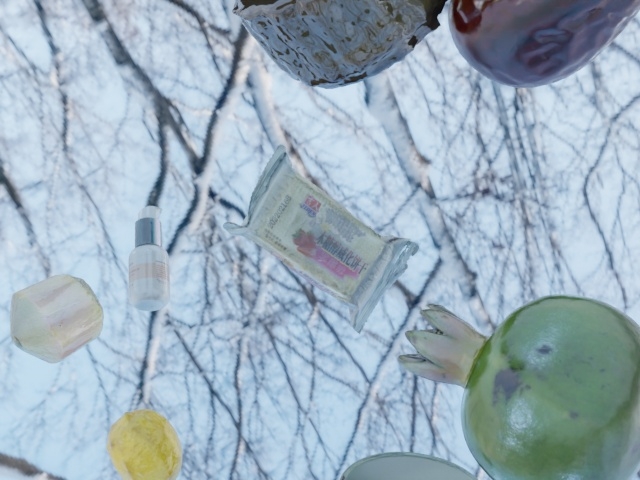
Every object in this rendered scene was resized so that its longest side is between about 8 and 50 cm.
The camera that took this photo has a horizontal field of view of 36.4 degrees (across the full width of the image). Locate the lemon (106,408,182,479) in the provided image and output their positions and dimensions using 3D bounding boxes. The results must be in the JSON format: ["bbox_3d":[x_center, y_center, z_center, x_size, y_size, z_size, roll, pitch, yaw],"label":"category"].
[{"bbox_3d":[-0.278,0.339,1.559,0.114,0.155,0.114,-24,-162,8],"label":"lemon"}]

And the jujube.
[{"bbox_3d":[0.323,-0.342,1.345,0.318,0.223,0.223,-34,-161,51],"label":"jujube"}]

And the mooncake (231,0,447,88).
[{"bbox_3d":[0.038,-0.379,1.442,0.324,0.187,0.324,-27,-142,23],"label":"mooncake"}]

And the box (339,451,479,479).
[{"bbox_3d":[0.134,0.441,1.467,0.226,0.149,0.226,3,-160,-1],"label":"box"}]

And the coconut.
[{"bbox_3d":[-0.381,0.114,1.379,0.122,0.116,0.116,-29,-147,-36],"label":"coconut"}]

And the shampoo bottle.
[{"bbox_3d":[-0.309,0.029,1.749,0.074,0.074,0.192,-13,-115,15],"label":"shampoo bottle"}]

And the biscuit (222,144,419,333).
[{"bbox_3d":[0.003,-0.004,1.645,0.186,0.309,0.079,-55,-168,-10],"label":"biscuit"}]

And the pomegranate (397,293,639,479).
[{"bbox_3d":[0.179,0.126,0.843,0.225,0.187,0.187,26,-123,19],"label":"pomegranate"}]
